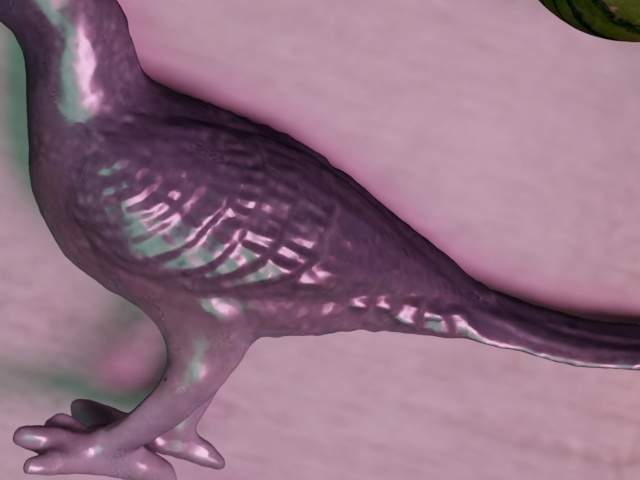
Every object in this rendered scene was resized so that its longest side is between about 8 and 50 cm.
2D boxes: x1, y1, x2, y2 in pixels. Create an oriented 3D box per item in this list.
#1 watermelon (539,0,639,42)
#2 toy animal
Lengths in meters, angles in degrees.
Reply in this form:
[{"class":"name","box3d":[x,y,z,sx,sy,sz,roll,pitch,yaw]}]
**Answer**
[{"class":"watermelon","box3d":[0.115,-0.120,0.655,0.109,0.109,0.109,3,117,5]},{"class":"toy animal","box3d":[-0.034,0.018,0.742,0.367,0.081,0.206,35,104,-11]}]
